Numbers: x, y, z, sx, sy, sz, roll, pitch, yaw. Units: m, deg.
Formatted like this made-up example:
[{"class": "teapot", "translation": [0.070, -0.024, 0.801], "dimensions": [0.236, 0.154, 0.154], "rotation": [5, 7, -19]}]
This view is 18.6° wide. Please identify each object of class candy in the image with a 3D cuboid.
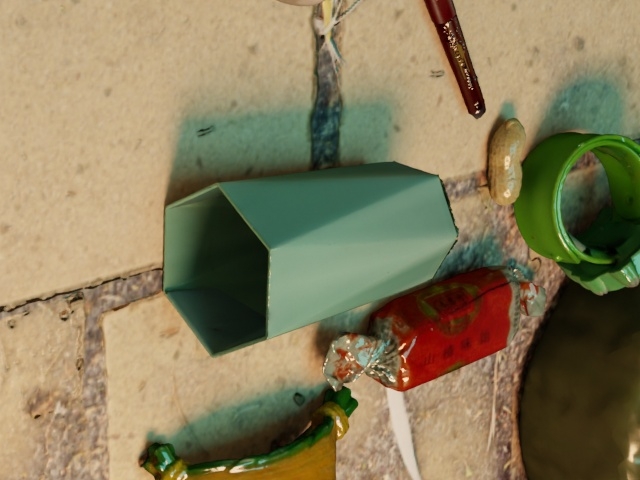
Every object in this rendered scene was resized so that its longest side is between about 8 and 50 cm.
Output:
[{"class": "candy", "translation": [0.114, 0.081, 1.828], "dimensions": [0.292, 0.059, 0.086], "rotation": [-20, 118, -36]}]

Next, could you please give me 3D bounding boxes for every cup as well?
[{"class": "cup", "translation": [0.000, 0.000, 1.642], "dimensions": [0.236, 0.148, 0.134], "rotation": [-17, 90, -40]}]

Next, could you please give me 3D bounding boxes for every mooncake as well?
[{"class": "mooncake", "translation": [0.380, 0.159, 2.014], "dimensions": [0.356, 0.194, 0.356], "rotation": [-19, 119, -38]}]

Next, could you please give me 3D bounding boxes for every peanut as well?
[{"class": "peanut", "translation": [0.175, -0.074, 1.842], "dimensions": [0.037, 0.037, 0.083], "rotation": [-6, 111, -42]}]

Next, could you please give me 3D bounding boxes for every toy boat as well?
[{"class": "toy boat", "translation": [-0.050, 0.191, 1.713], "dimensions": [0.229, 0.089, 0.088], "rotation": [-12, 75, -39]}]

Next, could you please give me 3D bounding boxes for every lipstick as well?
[{"class": "lipstick", "translation": [0.118, -0.183, 1.756], "dimensions": [0.027, 0.027, 0.176], "rotation": [-43, 132, -23]}]

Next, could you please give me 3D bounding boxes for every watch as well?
[{"class": "watch", "translation": [0.271, -0.042, 1.904], "dimensions": [0.165, 0.131, 0.152], "rotation": [-43, 112, -18]}]

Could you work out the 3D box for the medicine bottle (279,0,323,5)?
[{"class": "medicine bottle", "translation": [0.031, -0.330, 1.525], "dimensions": [0.288, 0.157, 0.157], "rotation": [-49, 132, -19]}]
